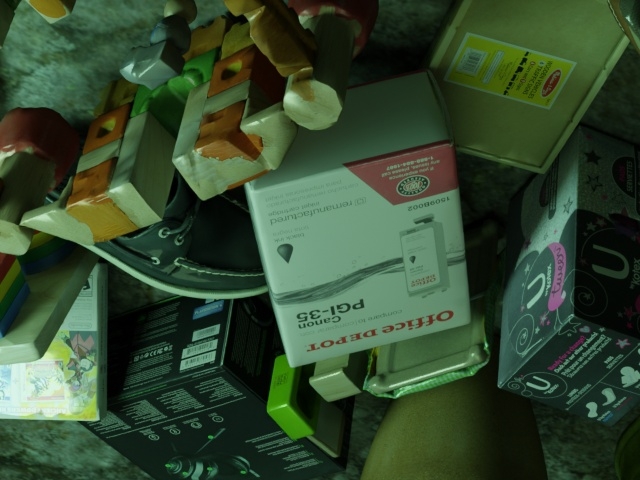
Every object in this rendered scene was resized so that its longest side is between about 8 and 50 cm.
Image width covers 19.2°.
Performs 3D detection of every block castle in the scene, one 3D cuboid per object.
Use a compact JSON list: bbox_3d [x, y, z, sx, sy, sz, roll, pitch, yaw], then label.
[{"bbox_3d":[-0.197,-0.197,1.763,0.453,0.213,0.303,-21,127,28],"label":"block castle"}]

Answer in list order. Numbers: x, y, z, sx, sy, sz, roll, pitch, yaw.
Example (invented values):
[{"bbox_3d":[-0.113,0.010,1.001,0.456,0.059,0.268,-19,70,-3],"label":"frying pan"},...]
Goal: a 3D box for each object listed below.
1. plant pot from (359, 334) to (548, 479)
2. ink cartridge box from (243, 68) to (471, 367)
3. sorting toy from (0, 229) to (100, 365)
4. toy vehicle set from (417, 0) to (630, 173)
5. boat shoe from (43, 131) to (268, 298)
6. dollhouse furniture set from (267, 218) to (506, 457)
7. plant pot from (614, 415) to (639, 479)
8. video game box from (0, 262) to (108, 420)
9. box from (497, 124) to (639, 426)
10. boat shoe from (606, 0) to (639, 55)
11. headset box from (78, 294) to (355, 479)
[{"bbox_3d":[0.161,0.239,2.232,0.237,0.254,0.237,5,143,3],"label":"plant pot"},{"bbox_3d":[0.038,-0.018,1.912,0.207,0.117,0.283,-14,138,-2],"label":"ink cartridge box"},{"bbox_3d":[-0.396,0.036,2.091,0.257,0.255,0.089,-7,120,19],"label":"sorting toy"},{"bbox_3d":[0.192,-0.174,1.855,0.166,0.035,0.267,15,143,-9],"label":"toy vehicle set"},{"bbox_3d":[-0.183,-0.038,2.035,0.340,0.127,0.113,25,153,-7],"label":"boat shoe"},{"bbox_3d":[0.111,0.123,2.133,0.301,0.197,0.151,-20,134,33],"label":"dollhouse furniture set"},{"bbox_3d":[0.544,0.424,2.325,0.366,0.353,0.366,5,143,4],"label":"plant pot"},{"bbox_3d":[-0.353,0.118,2.238,0.205,0.187,0.048,1,177,11],"label":"video game box"},{"bbox_3d":[0.281,0.034,1.939,0.142,0.247,0.163,18,142,-15],"label":"box"},{"bbox_3d":[0.374,-0.162,1.757,0.324,0.122,0.120,31,177,-33],"label":"boat shoe"},{"bbox_3d":[-0.125,0.201,2.338,0.246,0.131,0.283,-19,136,31],"label":"headset box"}]
